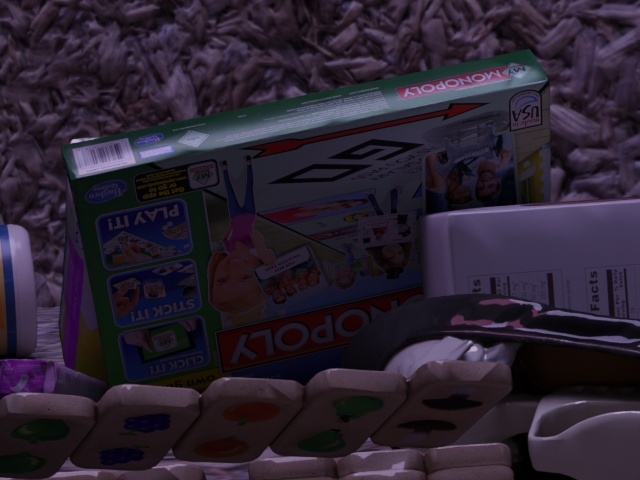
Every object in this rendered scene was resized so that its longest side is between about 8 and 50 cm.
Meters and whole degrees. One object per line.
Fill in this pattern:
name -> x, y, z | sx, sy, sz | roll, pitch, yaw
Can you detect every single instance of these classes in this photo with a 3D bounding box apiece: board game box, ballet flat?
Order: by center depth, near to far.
ballet flat -> 0.103, 0.076, 0.922 | 0.280, 0.095, 0.096 | -3, 13, 38
board game box -> 0.000, 0.000, 1.320 | 0.317, 0.213, 0.046 | -13, 37, -8

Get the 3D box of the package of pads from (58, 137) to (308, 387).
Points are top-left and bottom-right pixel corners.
package of pads -> -0.042, 0.021, 1.443 | 0.296, 0.101, 0.229 | -4, -38, -14

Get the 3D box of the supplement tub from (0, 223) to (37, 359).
supplement tub -> -0.404, 0.060, 2.057 | 0.200, 0.144, 0.144 | -4, 1, -12

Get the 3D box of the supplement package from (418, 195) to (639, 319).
supplement package -> 0.194, 0.039, 1.244 | 0.244, 0.134, 0.139 | -4, 1, -6

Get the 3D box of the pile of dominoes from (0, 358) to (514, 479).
pile of dominoes -> -0.059, 0.101, 0.655 | 0.251, 0.040, 0.196 | -5, -25, -1

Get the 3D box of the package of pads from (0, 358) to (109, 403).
package of pads -> -0.186, 0.104, 1.352 | 0.050, 0.032, 0.083 | 0, -15, 22
